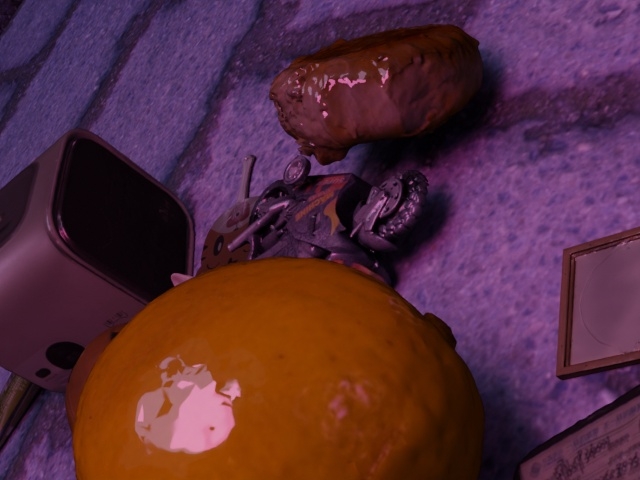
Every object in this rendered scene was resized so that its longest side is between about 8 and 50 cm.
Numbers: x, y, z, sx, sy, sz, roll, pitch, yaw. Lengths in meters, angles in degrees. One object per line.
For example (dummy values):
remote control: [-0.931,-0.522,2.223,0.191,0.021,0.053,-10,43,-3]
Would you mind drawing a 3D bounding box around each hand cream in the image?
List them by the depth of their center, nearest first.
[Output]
hand cream: [-0.471,0.241,1.603,0.235,0.055,0.086,-58,30,6]

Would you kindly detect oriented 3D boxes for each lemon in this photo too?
lemon: [-0.034,0.172,0.865,0.348,0.348,0.348,-32,39,30]

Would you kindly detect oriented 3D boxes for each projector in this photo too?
projector: [-0.350,0.032,1.453,0.249,0.248,0.248,-34,37,27]

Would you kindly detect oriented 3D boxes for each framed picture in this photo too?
framed picture: [0.291,0.038,0.872,0.201,0.010,0.136,-20,44,39]

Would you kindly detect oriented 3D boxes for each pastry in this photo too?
pastry: [0.067,-0.171,1.182,0.257,0.121,0.236,-19,17,-16]

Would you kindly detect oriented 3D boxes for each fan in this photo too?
fan: [-0.113,-0.036,1.442,0.152,0.008,0.226,-26,43,36]

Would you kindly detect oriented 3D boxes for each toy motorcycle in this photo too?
toy motorcycle: [0.000,0.000,1.184,0.307,0.108,0.173,-3,63,52]

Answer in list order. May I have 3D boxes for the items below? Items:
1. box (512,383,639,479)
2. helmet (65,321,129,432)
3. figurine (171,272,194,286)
box: [0.300,0.161,0.705,0.350,0.058,0.211,-38,34,23]
helmet: [-0.241,0.192,1.282,0.198,0.130,0.224,-40,36,25]
figurine: [-0.104,0.119,1.186,0.235,0.127,0.155,12,101,54]
